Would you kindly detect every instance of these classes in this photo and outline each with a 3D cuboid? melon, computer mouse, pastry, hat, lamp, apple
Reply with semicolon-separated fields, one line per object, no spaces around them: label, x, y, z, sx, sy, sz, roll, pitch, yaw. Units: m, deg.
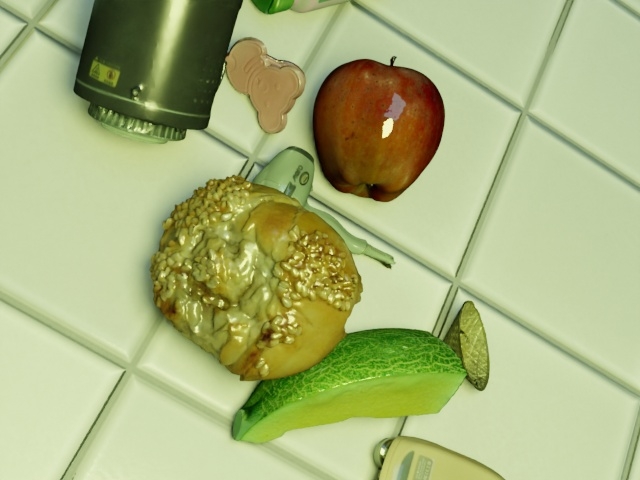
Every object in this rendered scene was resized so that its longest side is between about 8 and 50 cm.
melon;0.027;0.207;1.306;0.324;0.196;0.124;-9;102;-21
computer mouse;0.178;0.381;1.332;0.237;0.082;0.145;23;64;-11
pastry;-0.100;0.044;1.247;0.311;0.162;0.255;33;82;19
hat;0.217;0.172;1.447;0.146;0.067;0.146;36;48;-56
lamp;-0.240;-0.278;1.303;0.205;0.374;0.272;19;85;10
apple;0.090;-0.182;1.438;0.234;0.234;0.234;8;67;-19

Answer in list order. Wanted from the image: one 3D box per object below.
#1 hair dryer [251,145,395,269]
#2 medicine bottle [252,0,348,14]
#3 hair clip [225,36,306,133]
hair dryer;-0.032;0.014;1.405;0.229;0.092;0.267;-44;100;-22
medicine bottle;0.008;-0.474;1.571;0.274;0.133;0.133;-23;80;-27
hair clip;-0.094;-0.259;1.462;0.138;0.123;0.102;29;33;-15
